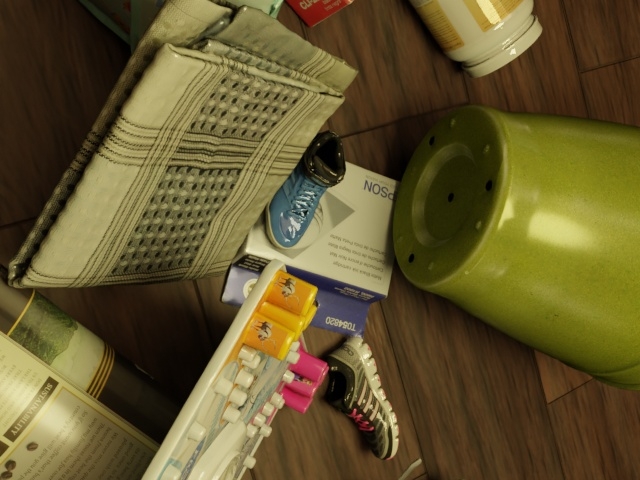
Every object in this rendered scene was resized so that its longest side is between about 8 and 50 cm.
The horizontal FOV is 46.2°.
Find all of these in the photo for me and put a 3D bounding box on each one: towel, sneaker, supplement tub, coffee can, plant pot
[{"bbox_3d":[-0.113,-0.076,0.757,0.324,0.056,0.312,-55,155,17],"label":"towel"},{"bbox_3d":[-0.016,-0.063,0.909,0.058,0.085,0.152,26,75,-23],"label":"sneaker"},{"bbox_3d":[0.208,-0.347,1.062,0.144,0.144,0.199,-46,109,-22],"label":"supplement tub"},{"bbox_3d":[0.047,0.218,0.998,0.075,0.063,0.170,-20,93,-28],"label":"sneaker"},{"bbox_3d":[-0.287,0.170,0.736,0.275,0.202,0.201,43,69,-21],"label":"coffee can"},{"bbox_3d":[0.299,-0.015,0.985,0.353,0.366,0.366,15,81,-23],"label":"plant pot"}]

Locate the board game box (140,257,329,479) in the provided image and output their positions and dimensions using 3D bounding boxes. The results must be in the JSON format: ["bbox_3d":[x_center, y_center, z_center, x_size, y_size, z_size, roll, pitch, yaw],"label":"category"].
[{"bbox_3d":[-0.102,0.249,0.752,0.050,0.390,0.389,25,73,11],"label":"board game box"}]

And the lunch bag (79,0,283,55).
[{"bbox_3d":[-0.148,-0.286,0.780,0.262,0.223,0.160,46,67,6],"label":"lunch bag"}]

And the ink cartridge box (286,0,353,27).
[{"bbox_3d":[-0.023,-0.449,0.956,0.273,0.114,0.197,45,69,-19],"label":"ink cartridge box"}]

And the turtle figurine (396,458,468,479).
[{"bbox_3d":[0.117,0.416,0.939,0.198,0.275,0.266,35,81,-7],"label":"turtle figurine"}]

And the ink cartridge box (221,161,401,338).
[{"bbox_3d":[0.000,0.000,0.989,0.223,0.045,0.223,17,80,-27],"label":"ink cartridge box"}]
